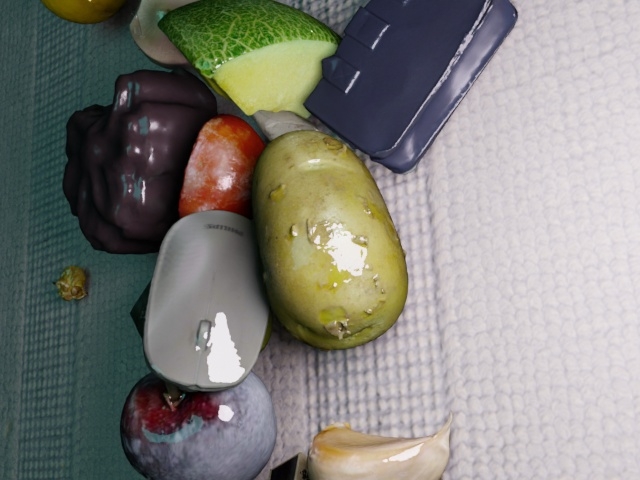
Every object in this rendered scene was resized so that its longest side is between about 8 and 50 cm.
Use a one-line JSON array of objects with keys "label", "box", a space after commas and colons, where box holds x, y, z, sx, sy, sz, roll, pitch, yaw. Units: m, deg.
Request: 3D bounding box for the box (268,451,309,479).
[{"label": "box", "box": [-0.051, 0.398, 1.497, 0.083, 0.035, 0.079, -38, 24, 31]}]

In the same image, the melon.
[{"label": "melon", "box": [-0.149, -0.335, 1.623, 0.343, 0.331, 0.226, 41, 138, 37]}]

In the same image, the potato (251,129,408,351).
[{"label": "potato", "box": [0.001, -0.012, 1.416, 0.270, 0.219, 0.359, 117, 140, -69]}]

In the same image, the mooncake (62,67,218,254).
[{"label": "mooncake", "box": [-0.364, -0.151, 1.807, 0.381, 0.212, 0.351, -32, 64, 47]}]

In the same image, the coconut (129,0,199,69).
[{"label": "coconut", "box": [-0.304, -0.431, 1.845, 0.170, 0.183, 0.171, 0, 88, -1]}]

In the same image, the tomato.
[{"label": "tomato", "box": [-0.153, -0.106, 1.640, 0.139, 0.200, 0.233, 13, 85, 15]}]

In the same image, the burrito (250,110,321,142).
[{"label": "burrito", "box": [-0.084, -0.235, 1.685, 0.082, 0.059, 0.275, -34, 51, -5]}]

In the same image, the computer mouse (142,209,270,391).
[{"label": "computer mouse", "box": [-0.174, 0.084, 1.462, 0.095, 0.197, 0.331, 102, 175, -53]}]

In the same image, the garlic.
[{"label": "garlic", "box": [0.082, 0.332, 1.365, 0.245, 0.145, 0.164, -14, 40, 38]}]

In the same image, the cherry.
[{"label": "cherry", "box": [-0.197, 0.305, 1.512, 0.255, 0.296, 0.218, -21, 49, 11]}]

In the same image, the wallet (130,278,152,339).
[{"label": "wallet", "box": [-0.270, 0.189, 1.769, 0.169, 0.044, 0.317, -53, 49, 22]}]

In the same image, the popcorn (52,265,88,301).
[{"label": "popcorn", "box": [-0.566, 0.097, 2.043, 0.084, 0.084, 0.084, -12, 72, 41]}]

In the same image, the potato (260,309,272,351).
[{"label": "potato", "box": [-0.172, 0.103, 1.619, 0.253, 0.148, 0.186, 46, 132, 47]}]

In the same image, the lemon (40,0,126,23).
[{"label": "lemon", "box": [-0.549, -0.612, 2.099, 0.253, 0.228, 0.228, 16, 91, 48]}]

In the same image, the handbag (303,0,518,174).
[{"label": "handbag", "box": [0.131, -0.295, 1.460, 0.326, 0.118, 0.269, -54, 51, 9]}]
